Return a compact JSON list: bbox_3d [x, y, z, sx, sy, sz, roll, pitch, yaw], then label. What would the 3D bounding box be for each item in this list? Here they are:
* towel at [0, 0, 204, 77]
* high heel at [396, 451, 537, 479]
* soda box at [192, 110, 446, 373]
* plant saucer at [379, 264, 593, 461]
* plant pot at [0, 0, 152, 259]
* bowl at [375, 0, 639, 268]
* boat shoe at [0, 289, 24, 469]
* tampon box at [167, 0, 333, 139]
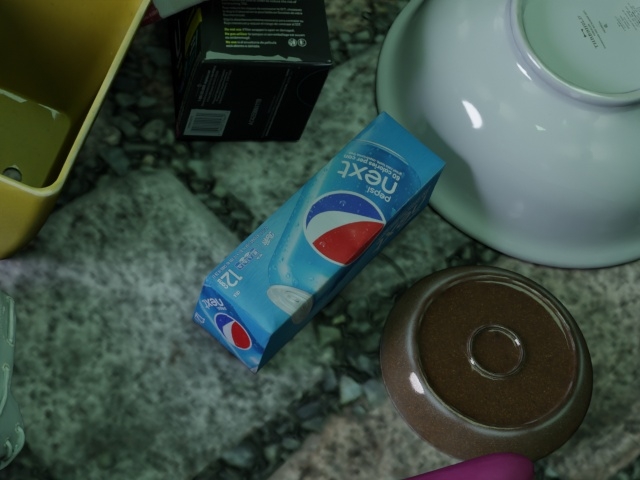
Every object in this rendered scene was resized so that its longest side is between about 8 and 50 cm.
[{"bbox_3d":[-0.164,-0.262,1.414,0.237,0.329,0.037,58,34,-26],"label":"towel"},{"bbox_3d":[-0.039,0.191,1.336,0.377,0.127,0.181,-27,82,-21],"label":"high heel"},{"bbox_3d":[0.000,0.000,1.486,0.067,0.071,0.210,40,61,10],"label":"soda box"},{"bbox_3d":[0.129,0.088,1.494,0.168,0.029,0.168,5,61,-9],"label":"plant saucer"},{"bbox_3d":[-0.257,-0.106,1.417,0.212,0.187,0.212,22,59,-1],"label":"plant pot"},{"bbox_3d":[0.202,-0.136,1.571,0.298,0.134,0.298,5,62,-10],"label":"bowl"},{"bbox_3d":[-0.238,0.117,1.356,0.081,0.079,0.227,27,44,-36],"label":"boat shoe"},{"bbox_3d":[-0.060,-0.175,1.538,0.101,0.120,0.161,0,62,-14],"label":"tampon box"}]
